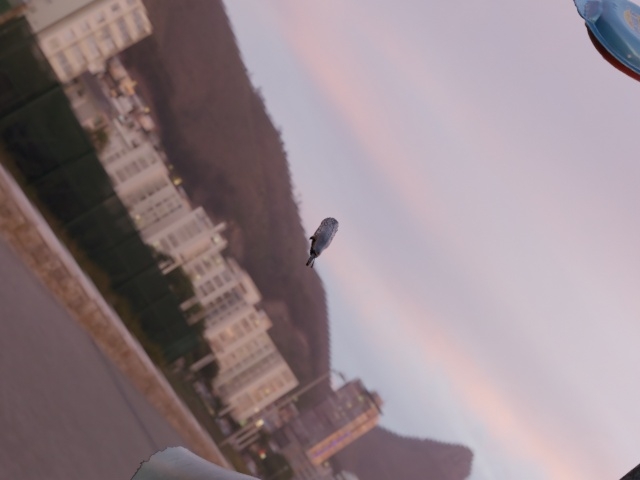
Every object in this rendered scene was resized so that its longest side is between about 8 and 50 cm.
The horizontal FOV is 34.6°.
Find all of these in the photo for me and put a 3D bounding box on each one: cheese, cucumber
[{"bbox_3d":[0.338,-0.158,0.962,0.256,0.106,0.037,30,-46,-14],"label":"cheese"},{"bbox_3d":[0.000,0.000,1.810,0.039,0.043,0.163,20,22,6],"label":"cucumber"}]

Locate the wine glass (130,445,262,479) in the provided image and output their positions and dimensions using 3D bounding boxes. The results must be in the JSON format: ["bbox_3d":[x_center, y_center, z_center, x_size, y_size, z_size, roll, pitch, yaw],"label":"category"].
[{"bbox_3d":[-0.044,0.210,0.686,0.202,0.093,0.093,20,-33,38],"label":"wine glass"}]

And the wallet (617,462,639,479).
[{"bbox_3d":[0.428,0.207,0.952,0.046,0.379,0.190,42,9,-37],"label":"wallet"}]
